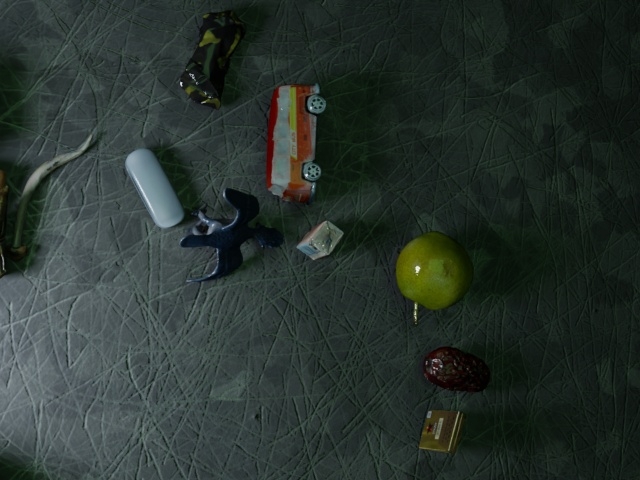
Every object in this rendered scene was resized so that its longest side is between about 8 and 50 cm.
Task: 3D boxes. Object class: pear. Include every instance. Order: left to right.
[{"bbox_3d":[0.244,0.089,1.955,0.180,0.166,0.216,28,94,-26],"label":"pear"}]

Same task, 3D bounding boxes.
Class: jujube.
[{"bbox_3d":[0.316,0.294,1.969,0.165,0.104,0.104,11,77,-23],"label":"jujube"}]

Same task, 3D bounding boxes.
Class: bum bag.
[{"bbox_3d":[-0.236,-0.409,1.911,0.106,0.060,0.233,21,76,-24],"label":"bum bag"}]

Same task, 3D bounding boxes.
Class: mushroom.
[{"bbox_3d":[-0.562,-0.101,1.754,0.068,0.043,0.306,34,69,-30],"label":"mushroom"}]

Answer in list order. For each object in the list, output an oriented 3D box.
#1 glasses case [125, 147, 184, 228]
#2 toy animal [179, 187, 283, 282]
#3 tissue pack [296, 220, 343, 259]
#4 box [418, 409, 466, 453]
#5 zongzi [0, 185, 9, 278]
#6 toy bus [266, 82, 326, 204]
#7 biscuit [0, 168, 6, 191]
[{"bbox_3d":[-0.349,-0.110,1.825,0.067,0.045,0.179,-28,91,-22],"label":"glasses case"},{"bbox_3d":[-0.189,-0.016,1.810,0.176,0.239,0.255,25,26,13],"label":"toy animal"},{"bbox_3d":[0.000,0.000,1.905,0.058,0.094,0.074,41,71,-10],"label":"tissue pack"},{"bbox_3d":[0.268,0.421,1.907,0.023,0.133,0.090,25,72,-17],"label":"box"},{"bbox_3d":[-0.695,-0.020,1.649,0.187,0.084,0.184,3,95,-21],"label":"zongzi"},{"bbox_3d":[-0.058,-0.214,1.916,0.119,0.121,0.265,4,80,-10],"label":"toy bus"},{"bbox_3d":[-0.728,-0.086,1.663,0.224,0.033,0.145,6,102,-25],"label":"biscuit"}]
